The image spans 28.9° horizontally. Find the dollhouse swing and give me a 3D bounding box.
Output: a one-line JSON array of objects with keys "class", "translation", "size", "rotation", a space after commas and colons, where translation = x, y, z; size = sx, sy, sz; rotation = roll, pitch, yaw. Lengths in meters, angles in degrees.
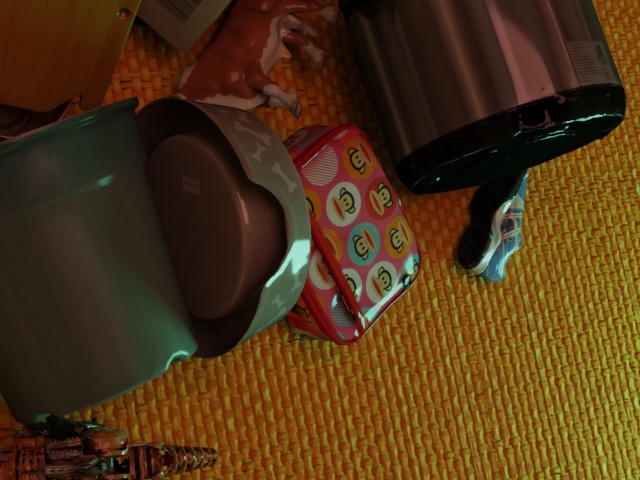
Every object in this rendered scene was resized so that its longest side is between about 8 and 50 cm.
[{"class": "dollhouse swing", "translation": [-0.423, -0.399, 1.607], "size": [0.347, 0.315, 0.305], "rotation": [10, 40, -24]}]

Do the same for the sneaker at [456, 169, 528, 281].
[{"class": "sneaker", "translation": [0.289, -0.029, 2.010], "size": [0.081, 0.080, 0.211], "rotation": [39, 67, -31]}]

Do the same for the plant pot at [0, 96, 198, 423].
[{"class": "plant pot", "translation": [-0.331, 0.032, 1.578], "size": [0.341, 0.341, 0.334], "rotation": [-24, 96, -27]}]

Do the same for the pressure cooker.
[{"class": "pressure cooker", "translation": [0.235, -0.315, 1.868], "size": [0.376, 0.370, 0.420], "rotation": [-19, 83, 7]}]

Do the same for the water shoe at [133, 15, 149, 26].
[{"class": "water shoe", "translation": [-0.296, -0.367, 1.824], "size": [0.203, 0.073, 0.080], "rotation": [11, 53, -27]}]

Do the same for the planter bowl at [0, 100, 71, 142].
[{"class": "planter bowl", "translation": [-0.430, -0.202, 1.691], "size": [0.162, 0.109, 0.162], "rotation": [5, 77, -24]}]

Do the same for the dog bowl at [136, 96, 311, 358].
[{"class": "dog bowl", "translation": [-0.146, -0.023, 1.663], "size": [0.102, 0.349, 0.348], "rotation": [-13, 84, -40]}]

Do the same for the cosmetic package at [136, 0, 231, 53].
[{"class": "cosmetic package", "translation": [-0.103, -0.508, 1.806], "size": [0.161, 0.230, 0.453], "rotation": [40, 55, -10]}]

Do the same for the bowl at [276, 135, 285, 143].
[{"class": "bowl", "translation": [-0.089, -0.083, 1.852], "size": [0.142, 0.053, 0.142], "rotation": [33, 67, -16]}]

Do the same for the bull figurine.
[{"class": "bull figurine", "translation": [-0.102, -0.260, 1.840], "size": [0.188, 0.101, 0.310], "rotation": [20, 64, 5]}]

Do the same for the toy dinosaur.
[{"class": "toy dinosaur", "translation": [-0.294, 0.299, 1.577], "size": [0.322, 0.218, 0.164], "rotation": [21, 70, -19]}]

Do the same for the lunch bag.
[{"class": "lunch bag", "translation": [0.000, 0.000, 1.798], "size": [0.258, 0.120, 0.293], "rotation": [-43, 119, -29]}]
